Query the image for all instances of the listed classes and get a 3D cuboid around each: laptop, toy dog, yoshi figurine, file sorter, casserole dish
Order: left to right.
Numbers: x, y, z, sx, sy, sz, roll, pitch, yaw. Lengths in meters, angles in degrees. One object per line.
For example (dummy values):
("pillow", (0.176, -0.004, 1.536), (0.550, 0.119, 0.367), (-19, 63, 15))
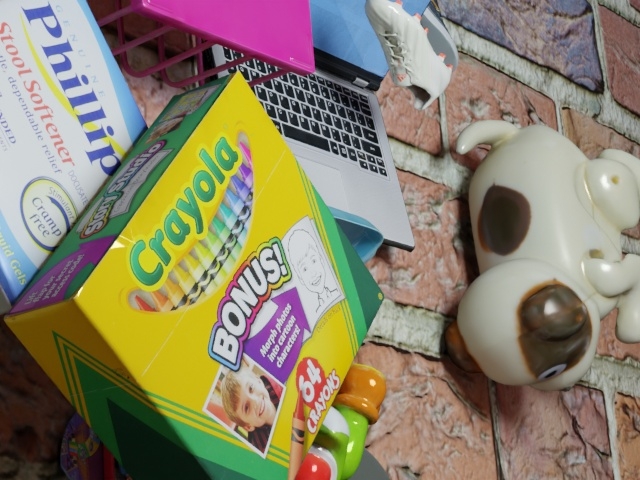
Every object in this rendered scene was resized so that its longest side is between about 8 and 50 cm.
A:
("file sorter", (-0.172, -0.297, 1.743), (0.290, 0.182, 0.202), (14, 66, -51))
("yoshi figurine", (-0.052, 0.303, 1.672), (0.203, 0.203, 0.362), (58, 42, -46))
("casserole dish", (0.000, 0.000, 1.934), (0.188, 0.114, 0.037), (15, 40, -52))
("laptop", (0.055, -0.241, 1.984), (0.382, 0.236, 0.408), (15, 55, -51))
("toy dog", (0.339, 0.039, 2.246), (0.395, 0.284, 0.408), (48, 43, -32))

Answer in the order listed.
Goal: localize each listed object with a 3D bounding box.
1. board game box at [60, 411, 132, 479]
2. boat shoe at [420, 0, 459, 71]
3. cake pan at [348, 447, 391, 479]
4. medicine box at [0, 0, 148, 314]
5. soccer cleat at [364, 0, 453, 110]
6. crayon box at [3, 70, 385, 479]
("board game box", (-0.200, 0.244, 1.589), (0.169, 0.033, 0.133), (59, 33, -11))
("boat shoe", (0.167, -0.351, 2.351), (0.183, 0.065, 0.083), (53, 40, -26))
("cake pan", (0.018, 0.372, 1.843), (0.293, 0.054, 0.293), (26, 56, -47))
("medicine box", (-0.317, -0.091, 1.479), (0.289, 0.149, 0.264), (-42, 111, -52))
("soccer cleat", (0.112, -0.247, 1.991), (0.076, 0.068, 0.196), (-58, 136, -13))
("crayon box", (-0.104, 0.064, 1.493), (0.313, 0.106, 0.363), (57, 39, -26))
